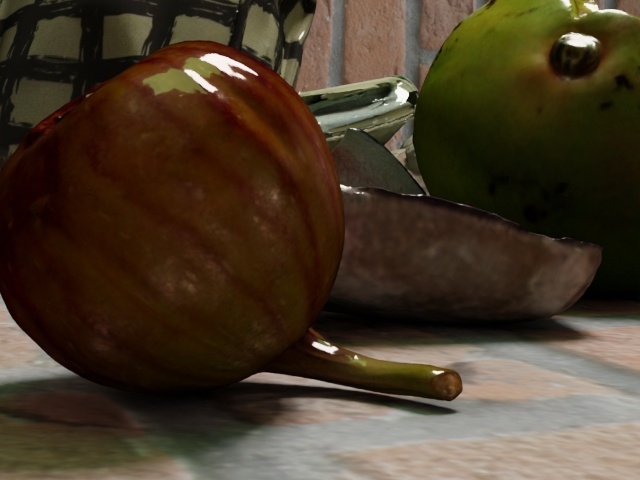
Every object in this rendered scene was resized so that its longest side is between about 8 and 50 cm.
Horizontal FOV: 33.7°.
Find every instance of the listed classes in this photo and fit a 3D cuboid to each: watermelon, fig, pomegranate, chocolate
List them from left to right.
[{"bbox_3d":[-0.054,0.013,0.513,0.175,0.207,0.175,-33,22,15],"label":"fig"},{"bbox_3d":[0.012,-0.018,1.026,0.202,0.136,0.207,5,-13,-24],"label":"watermelon"},{"bbox_3d":[0.033,0.005,0.750,0.303,0.100,0.185,10,-1,-13],"label":"chocolate"},{"bbox_3d":[0.228,-0.050,0.948,0.309,0.216,0.358,26,-19,26],"label":"pomegranate"}]

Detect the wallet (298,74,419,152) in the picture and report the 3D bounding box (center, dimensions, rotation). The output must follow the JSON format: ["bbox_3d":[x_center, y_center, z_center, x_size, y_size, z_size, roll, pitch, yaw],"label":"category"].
[{"bbox_3d":[-0.021,-0.096,1.397,0.223,0.077,0.309,-21,-15,-36],"label":"wallet"}]

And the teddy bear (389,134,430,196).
[{"bbox_3d":[0.128,-0.057,1.330,0.236,0.151,0.267,-4,7,22],"label":"teddy bear"}]

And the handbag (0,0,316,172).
[{"bbox_3d":[-0.191,-0.132,1.014,0.325,0.327,0.162,2,-26,24],"label":"handbag"}]
